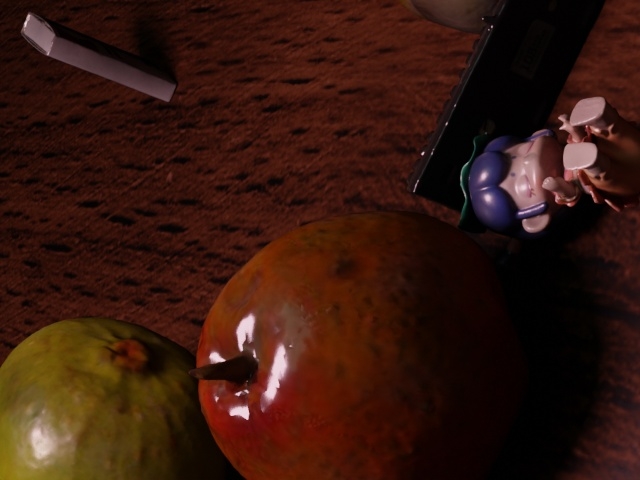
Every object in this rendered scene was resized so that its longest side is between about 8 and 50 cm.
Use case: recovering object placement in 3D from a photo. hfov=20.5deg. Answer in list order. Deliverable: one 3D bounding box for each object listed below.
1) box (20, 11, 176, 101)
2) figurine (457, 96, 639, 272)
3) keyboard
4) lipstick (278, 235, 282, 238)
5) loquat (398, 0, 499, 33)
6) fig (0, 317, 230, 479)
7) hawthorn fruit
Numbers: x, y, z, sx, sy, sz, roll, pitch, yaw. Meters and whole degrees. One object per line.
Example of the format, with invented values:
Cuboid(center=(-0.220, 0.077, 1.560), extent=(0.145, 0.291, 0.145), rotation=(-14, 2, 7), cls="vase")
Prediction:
Cuboid(center=(-0.276, -0.228, 2.209), extent=(0.036, 0.177, 0.115), rotation=(-64, 33, 9), cls="box")
Cuboid(center=(0.190, -0.046, 1.468), extent=(0.195, 0.102, 0.111), rotation=(-12, 55, 51), cls="figurine")
Cuboid(center=(0.177, -0.171, 1.552), extent=(0.317, 0.106, 0.027), rotation=(-64, 30, 8), cls="keyboard")
Cuboid(center=(0.000, 0.000, 1.801), extent=(0.107, 0.025, 0.025), rotation=(-15, 61, 46), cls="lipstick")
Cuboid(center=(0.123, -0.286, 1.627), extent=(0.179, 0.179, 0.227), rotation=(-55, 38, 22), cls="loquat")
Cuboid(center=(-0.225, 0.247, 1.809), extent=(0.258, 0.258, 0.326), rotation=(-135, 50, -56), cls="fig")
Cuboid(center=(0.013, 0.103, 1.462), extent=(0.277, 0.298, 0.277), rotation=(-9, 79, 52), cls="hawthorn fruit")
